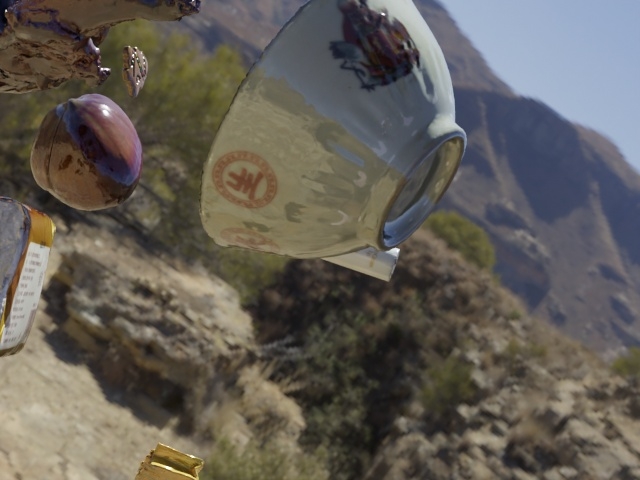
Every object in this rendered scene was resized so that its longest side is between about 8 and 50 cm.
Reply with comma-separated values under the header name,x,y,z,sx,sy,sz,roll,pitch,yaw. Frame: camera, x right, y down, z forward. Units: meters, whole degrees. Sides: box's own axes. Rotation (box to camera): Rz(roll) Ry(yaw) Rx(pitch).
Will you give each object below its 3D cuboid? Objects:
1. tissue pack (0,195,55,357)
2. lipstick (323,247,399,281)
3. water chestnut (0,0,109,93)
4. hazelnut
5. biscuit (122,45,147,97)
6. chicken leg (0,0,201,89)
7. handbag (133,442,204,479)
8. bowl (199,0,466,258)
name,x,y,z,sx,sy,sz,roll,pitch,yaw
tissue pack,-0.369,0.044,1.184,0.092,0.183,0.226,12,-4,-3
lipstick,0.000,0.000,1.719,0.264,0.059,0.059,19,3,8
water chestnut,-0.328,-0.308,1.081,0.335,0.347,0.335,-10,90,-74
hazelnut,-0.434,-0.165,1.947,0.229,0.229,0.229,36,6,-4
biscuit,-0.293,-0.272,1.666,0.016,0.082,0.092,0,18,15
chicken leg,-0.166,-0.143,0.706,0.093,0.053,0.205,24,-18,-30
handbag,-0.168,0.257,1.147,0.061,0.083,0.027,25,52,-14
bowl,0.045,-0.090,1.078,0.157,0.337,0.337,37,5,20
